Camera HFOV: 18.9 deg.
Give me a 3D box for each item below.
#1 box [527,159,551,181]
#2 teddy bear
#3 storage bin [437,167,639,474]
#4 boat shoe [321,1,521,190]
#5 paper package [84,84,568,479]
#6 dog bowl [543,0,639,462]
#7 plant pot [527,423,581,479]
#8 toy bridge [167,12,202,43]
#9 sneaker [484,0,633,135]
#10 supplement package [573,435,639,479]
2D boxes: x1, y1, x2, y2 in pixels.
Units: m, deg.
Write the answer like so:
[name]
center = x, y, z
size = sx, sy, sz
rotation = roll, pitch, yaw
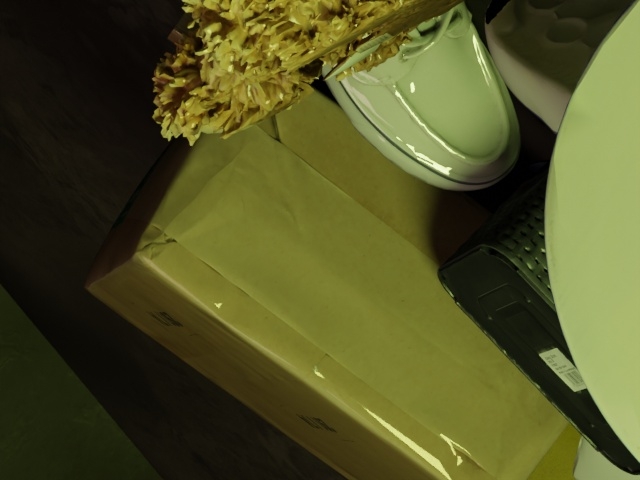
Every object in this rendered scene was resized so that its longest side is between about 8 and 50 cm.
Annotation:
[box]
center = 0.208, 0.001, 1.178
size = 0.136, 0.036, 0.225
rotation = 49, 163, -10
[teddy bear]
center = 0.022, -0.155, 0.934
size = 0.113, 0.245, 0.338
rotation = 58, 164, 1
[storage bin]
center = 0.171, 0.048, 1.163
size = 0.180, 0.084, 0.122
rotation = 47, 162, -2
[boat shoe]
center = 0.042, -0.143, 1.151
size = 0.267, 0.096, 0.088
rotation = 58, 164, -11
[paper package]
center = 0.007, 0.040, 1.365
size = 0.309, 0.168, 0.325
rotation = 36, 169, -6
[dog bowl]
center = 0.227, -0.005, 0.766
size = 0.265, 0.265, 0.104
rotation = 39, -155, 21
[plant pot]
center = 0.140, 0.234, 1.577
size = 0.212, 0.187, 0.212
rotation = 33, 158, 33
[toy bridge]
center = -0.013, -0.116, 1.359
size = 0.188, 0.063, 0.026
rotation = 34, 162, -3
[sneaker]
center = 0.231, 0.001, 0.964
size = 0.323, 0.130, 0.236
rotation = 24, 147, 34
[supplement package]
center = 0.269, 0.157, 1.261
size = 0.179, 0.105, 0.105
rotation = 38, 161, 19
